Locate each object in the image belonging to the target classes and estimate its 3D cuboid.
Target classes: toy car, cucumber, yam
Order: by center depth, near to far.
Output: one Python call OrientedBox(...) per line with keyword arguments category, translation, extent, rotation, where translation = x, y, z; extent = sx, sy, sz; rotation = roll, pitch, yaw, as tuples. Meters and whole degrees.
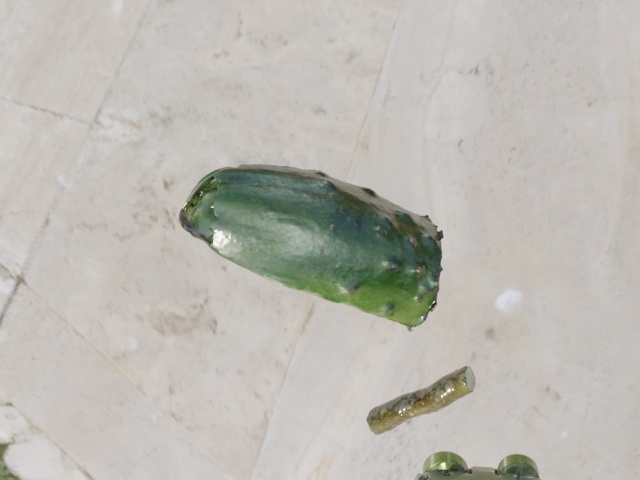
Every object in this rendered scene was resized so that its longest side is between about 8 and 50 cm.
OrientedBox(category="cucumber", translation=(0.001, -0.002, 1.038), extent=(0.325, 0.105, 0.145), rotation=(20, 102, -21))
OrientedBox(category="toy car", translation=(0.247, 0.453, 1.337), extent=(0.235, 0.235, 0.145), rotation=(11, 25, 3))
OrientedBox(category="yam", translation=(0.200, 0.320, 1.732), extent=(0.253, 0.061, 0.061), rotation=(-32, 65, 32))
